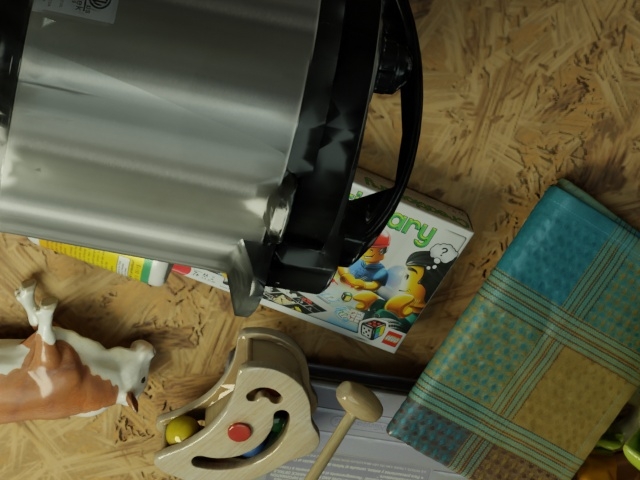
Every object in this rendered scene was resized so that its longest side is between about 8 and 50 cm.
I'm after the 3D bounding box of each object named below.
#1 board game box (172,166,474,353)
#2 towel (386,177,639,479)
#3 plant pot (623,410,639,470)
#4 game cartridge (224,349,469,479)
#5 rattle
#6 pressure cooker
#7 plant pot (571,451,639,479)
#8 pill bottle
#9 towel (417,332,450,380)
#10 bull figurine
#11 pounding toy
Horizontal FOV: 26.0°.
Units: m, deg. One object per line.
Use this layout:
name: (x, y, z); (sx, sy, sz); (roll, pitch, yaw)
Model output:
board game box: (0.000, 0.000, 1.615); (0.305, 0.053, 0.193); (21, 117, -19)
towel: (0.279, 0.137, 1.687); (0.271, 0.040, 0.370); (33, 95, -24)
plant pot: (0.516, 0.219, 1.688); (0.228, 0.227, 0.207); (-30, 146, -43)
game cartridge: (0.038, 0.265, 1.773); (0.355, 0.068, 0.230); (10, 125, -6)
rattle: (0.390, 0.216, 1.759); (0.130, 0.143, 0.200); (44, 115, -8)
pressure cooker: (-0.107, -0.148, 1.310); (0.420, 0.375, 0.369); (10, 112, -10)
plant pot: (0.423, 0.409, 1.815); (0.291, 0.291, 0.203); (-14, 107, 1)
pill bottle: (-0.250, -0.036, 1.509); (0.208, 0.117, 0.117); (20, 118, -1)
towel: (0.223, 0.149, 1.755); (0.144, 0.029, 0.197); (23, 116, -20)
bull figurine: (-0.355, 0.147, 1.635); (0.310, 0.101, 0.188); (-14, 119, -1)
pounding toy: (-0.076, 0.213, 1.617); (0.269, 0.155, 0.154); (-28, 121, 16)
